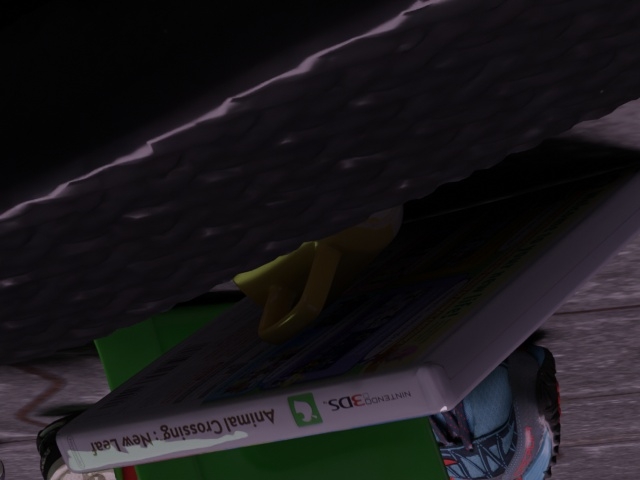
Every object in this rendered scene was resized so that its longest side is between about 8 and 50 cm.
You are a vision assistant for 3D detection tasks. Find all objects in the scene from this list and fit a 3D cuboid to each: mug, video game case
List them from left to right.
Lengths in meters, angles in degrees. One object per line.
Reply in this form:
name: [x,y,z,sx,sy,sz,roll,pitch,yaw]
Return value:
mug: [0.002,-0.002,0.700,0.062,0.078,0.064,-4,161,-34]
video game case: [0.023,0.031,0.742,0.193,0.023,0.212,-14,-167,38]

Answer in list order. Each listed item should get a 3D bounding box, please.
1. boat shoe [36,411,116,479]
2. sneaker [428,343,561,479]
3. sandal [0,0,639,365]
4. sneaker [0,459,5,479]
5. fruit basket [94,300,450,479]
boat shoe: [-0.115,0.162,1.456,0.233,0.084,0.079,-8,-153,-17]
sneaker: [0.079,0.137,1.293,0.125,0.104,0.262,3,166,-23]
sandal: [-0.098,-0.032,0.506,0.445,0.107,0.167,-21,163,13]
sneaker: [-0.399,0.219,1.582,0.235,0.090,0.095,-2,155,-28]
fruit basket: [-0.085,0.234,1.061,0.392,0.392,0.283,-5,168,1]
